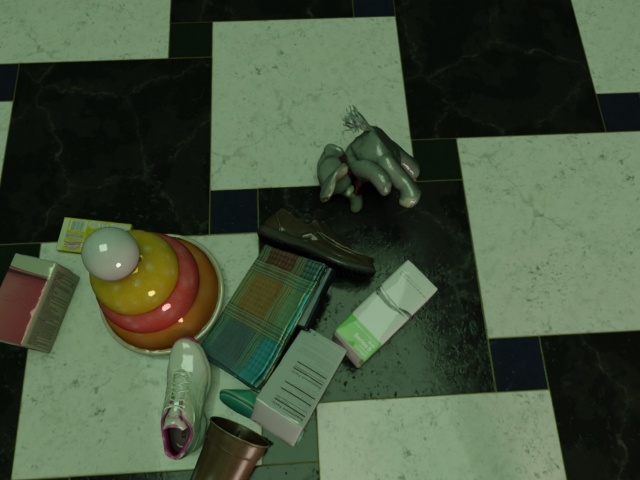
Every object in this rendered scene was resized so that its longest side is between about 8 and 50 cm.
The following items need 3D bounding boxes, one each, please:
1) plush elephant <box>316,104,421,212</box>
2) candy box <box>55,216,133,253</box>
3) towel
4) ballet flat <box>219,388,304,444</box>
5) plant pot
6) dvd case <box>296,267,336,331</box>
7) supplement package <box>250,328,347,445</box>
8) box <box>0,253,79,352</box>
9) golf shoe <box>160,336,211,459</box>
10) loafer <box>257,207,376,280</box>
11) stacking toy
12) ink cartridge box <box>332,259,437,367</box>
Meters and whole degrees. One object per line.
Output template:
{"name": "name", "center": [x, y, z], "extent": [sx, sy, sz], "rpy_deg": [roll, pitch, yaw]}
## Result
{"name": "plush elephant", "center": [0.109, -0.196, 1.550], "extent": [0.330, 0.255, 0.272], "rpy_deg": [42, 28, -20]}
{"name": "candy box", "center": [-0.671, -0.007, 1.568], "extent": [0.205, 0.027, 0.105], "rpy_deg": [7, 73, 1]}
{"name": "towel", "center": [-0.162, 0.192, 1.426], "extent": [0.271, 0.040, 0.370], "rpy_deg": [16, 70, 42]}
{"name": "ballet flat", "center": [-0.149, 0.448, 1.402], "extent": [0.247, 0.083, 0.087], "rpy_deg": [29, 49, 9]}
{"name": "plant pot", "center": [-0.236, 0.555, 1.319], "extent": [0.166, 0.167, 0.165], "rpy_deg": [23, 80, 7]}
{"name": "dvd case", "center": [-0.091, 0.138, 1.458], "extent": [0.253, 0.022, 0.180], "rpy_deg": [10, 66, 40]}
{"name": "supplement package", "center": [-0.055, 0.369, 1.349], "extent": [0.133, 0.139, 0.244], "rpy_deg": [29, 50, 9]}
{"name": "box", "center": [-0.787, 0.174, 1.438], "extent": [0.126, 0.149, 0.233], "rpy_deg": [12, 70, 4]}
{"name": "golf shoe", "center": [-0.346, 0.403, 1.337], "extent": [0.115, 0.140, 0.307], "rpy_deg": [-2, 89, 4]}
{"name": "loafer", "center": [0.000, 0.000, 1.522], "extent": [0.365, 0.134, 0.130], "rpy_deg": [23, 72, 7]}
{"name": "stacking toy", "center": [-0.441, 0.084, 1.302], "extent": [0.350, 0.480, 0.351], "rpy_deg": [1, 71, -2]}
{"name": "ink cartridge box", "center": [0.168, 0.203, 1.421], "extent": [0.273, 0.198, 0.115], "rpy_deg": [-41, 76, -13]}
